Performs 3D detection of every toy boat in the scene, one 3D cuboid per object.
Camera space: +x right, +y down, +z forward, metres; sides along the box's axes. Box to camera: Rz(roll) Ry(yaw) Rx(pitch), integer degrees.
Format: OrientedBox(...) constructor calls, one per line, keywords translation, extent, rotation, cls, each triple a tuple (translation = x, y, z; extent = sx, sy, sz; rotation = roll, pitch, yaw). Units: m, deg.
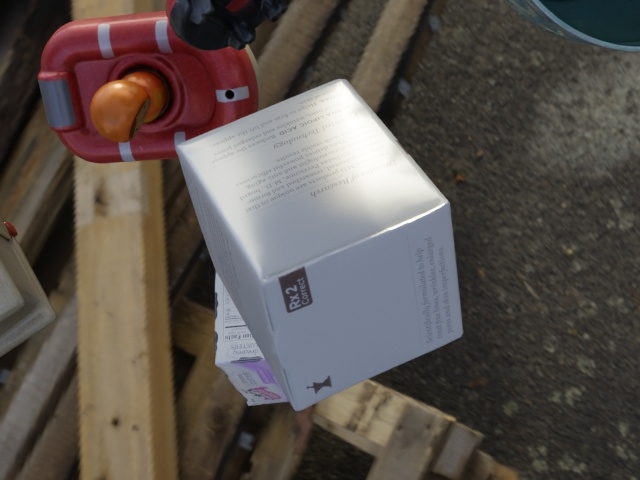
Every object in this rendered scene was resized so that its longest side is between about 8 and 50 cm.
OrientedBox(translation=(-0.176, -0.140, 1.128), extent=(0.231, 0.151, 0.151), rotation=(-3, 23, 13), cls="toy boat")

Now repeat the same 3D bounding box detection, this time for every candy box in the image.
OrientedBox(translation=(-0.063, 0.061, 1.232), extent=(0.070, 0.165, 0.196), rotation=(-5, 67, 6), cls="candy box")

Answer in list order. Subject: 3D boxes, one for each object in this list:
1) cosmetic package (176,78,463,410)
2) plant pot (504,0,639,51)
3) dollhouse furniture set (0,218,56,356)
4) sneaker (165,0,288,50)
OrientedBox(translation=(0.000, 0.000, 0.900), extent=(0.151, 0.151, 0.183), rotation=(-24, 45, -11), cls="cosmetic package")
OrientedBox(translation=(0.261, -0.325, 1.110), extent=(0.293, 0.293, 0.196), rotation=(-58, 16, -3), cls="plant pot")
OrientedBox(translation=(-0.309, 0.057, 0.704), extent=(0.259, 0.262, 0.135), rotation=(-33, 79, -3), cls="dollhouse furniture set")
OrientedBox(translation=(-0.017, -0.262, 0.807), extent=(0.276, 0.098, 0.135), rotation=(-38, 67, 11), cls="sneaker")
